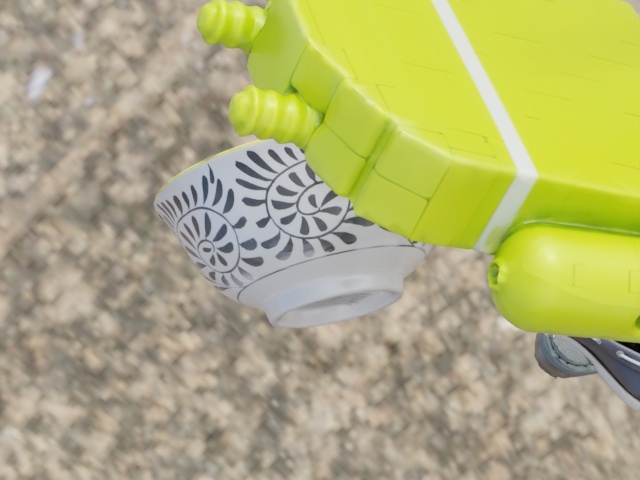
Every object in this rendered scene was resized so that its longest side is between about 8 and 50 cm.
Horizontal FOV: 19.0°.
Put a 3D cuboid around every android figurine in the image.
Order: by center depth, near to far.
[{"bbox_3d":[0.081,-0.053,0.808,0.056,0.273,0.248,-63,33,33],"label":"android figurine"}]

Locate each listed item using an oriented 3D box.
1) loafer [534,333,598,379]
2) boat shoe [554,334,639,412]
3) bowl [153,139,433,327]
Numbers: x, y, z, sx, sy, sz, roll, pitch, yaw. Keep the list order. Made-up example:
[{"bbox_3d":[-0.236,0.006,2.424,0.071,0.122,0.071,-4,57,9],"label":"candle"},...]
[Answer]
[{"bbox_3d":[0.305,0.067,1.929,0.267,0.084,0.096,-36,82,-33],"label":"loafer"},{"bbox_3d":[0.254,0.066,1.739,0.075,0.065,0.206,-29,67,-40],"label":"boat shoe"},{"bbox_3d":[0.000,0.000,1.034,0.170,0.170,0.080,-15,76,14],"label":"bowl"}]
